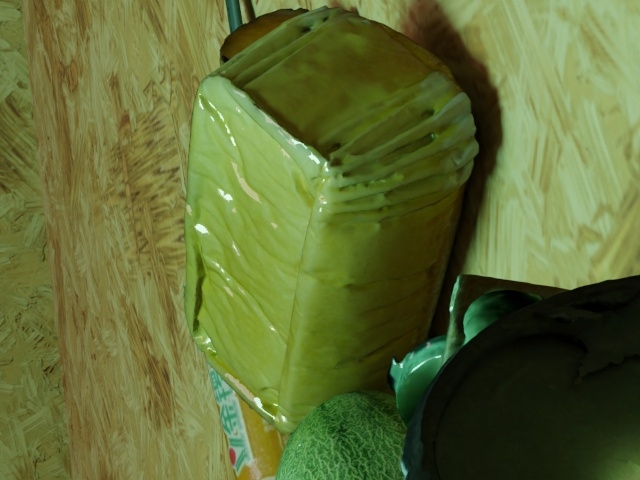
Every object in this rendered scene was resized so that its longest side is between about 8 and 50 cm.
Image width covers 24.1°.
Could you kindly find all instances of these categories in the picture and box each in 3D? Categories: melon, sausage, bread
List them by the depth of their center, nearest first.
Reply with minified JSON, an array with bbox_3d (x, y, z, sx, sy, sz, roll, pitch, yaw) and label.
[{"bbox_3d":[0.045,0.181,0.890,0.192,0.139,0.139,62,156,27],"label":"melon"},{"bbox_3d":[0.000,0.000,0.924,0.152,0.119,0.288,43,145,28],"label":"bread"},{"bbox_3d":[-0.034,0.143,1.196,0.093,0.093,0.312,116,141,-61],"label":"sausage"}]

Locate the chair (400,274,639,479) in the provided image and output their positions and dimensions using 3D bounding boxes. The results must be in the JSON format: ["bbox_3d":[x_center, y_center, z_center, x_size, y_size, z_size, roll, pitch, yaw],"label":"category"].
[{"bbox_3d":[0.135,0.232,0.503,0.226,0.227,0.401,-126,31,-55],"label":"chair"}]

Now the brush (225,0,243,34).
[{"bbox_3d":[-0.067,-0.196,1.249,0.062,0.027,0.266,124,138,-65],"label":"brush"}]

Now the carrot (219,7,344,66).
[{"bbox_3d":[-0.021,-0.034,1.065,0.102,0.102,0.263,-121,24,-50],"label":"carrot"}]

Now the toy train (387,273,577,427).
[{"bbox_3d":[0.087,0.158,0.685,0.129,0.159,0.326,-77,-3,-50],"label":"toy train"}]

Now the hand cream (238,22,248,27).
[{"bbox_3d":[-0.056,-0.038,1.156,0.088,0.055,0.256,9,97,31],"label":"hand cream"}]
